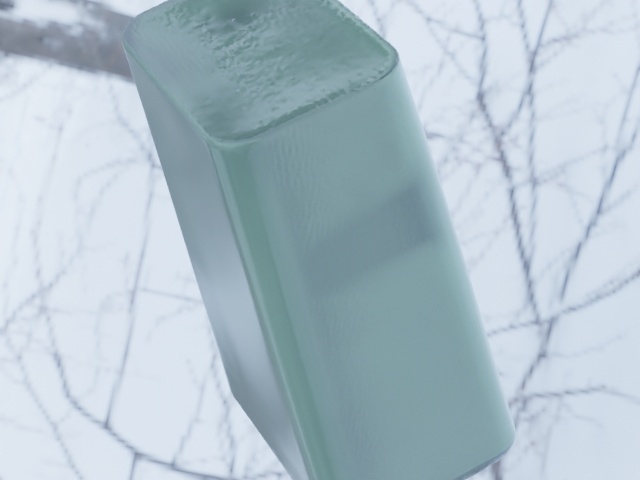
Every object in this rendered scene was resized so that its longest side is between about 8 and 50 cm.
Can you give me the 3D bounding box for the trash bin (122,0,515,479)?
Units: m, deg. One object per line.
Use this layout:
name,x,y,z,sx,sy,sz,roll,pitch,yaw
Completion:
trash bin,0.000,0.000,1.092,0.223,0.158,0.343,48,159,50
